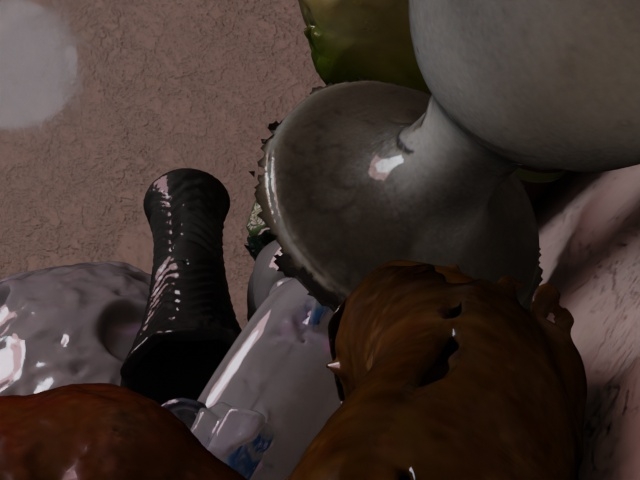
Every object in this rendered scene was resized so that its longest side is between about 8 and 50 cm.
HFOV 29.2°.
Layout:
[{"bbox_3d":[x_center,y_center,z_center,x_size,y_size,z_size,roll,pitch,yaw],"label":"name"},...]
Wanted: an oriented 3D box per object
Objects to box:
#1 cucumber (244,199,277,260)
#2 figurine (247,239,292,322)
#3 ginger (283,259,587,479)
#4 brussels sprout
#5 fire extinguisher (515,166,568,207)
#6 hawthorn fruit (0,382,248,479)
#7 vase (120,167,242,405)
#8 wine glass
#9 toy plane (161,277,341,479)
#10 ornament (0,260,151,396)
[{"bbox_3d":[0.000,0.000,1.178,0.085,0.193,0.115,6,39,47],"label":"cucumber"},{"bbox_3d":[0.031,0.015,1.050,0.236,0.133,0.176,-54,-8,-29],"label":"figurine"},{"bbox_3d":[0.033,0.095,0.444,0.133,0.107,0.309,-38,15,26],"label":"ginger"},{"bbox_3d":[0.113,-0.214,1.111,0.259,0.294,0.227,-34,53,34],"label":"brussels sprout"},{"bbox_3d":[0.118,-0.059,0.833,0.141,0.105,0.341,-13,-22,-27],"label":"fire extinguisher"},{"bbox_3d":[-0.118,0.190,0.522,0.258,0.258,0.262,-56,-11,-12],"label":"hawthorn fruit"},{"bbox_3d":[-0.109,0.035,1.023,0.115,0.115,0.237,-54,26,30],"label":"vase"},{"bbox_3d":[0.110,-0.099,0.545,0.190,0.190,0.357,-58,1,-39],"label":"wine glass"},{"bbox_3d":[-0.028,0.128,0.852,0.267,0.122,0.267,-49,-17,-20],"label":"toy plane"},{"bbox_3d":[-0.223,0.179,1.141,0.337,0.337,0.337,-55,3,5],"label":"ornament"}]
